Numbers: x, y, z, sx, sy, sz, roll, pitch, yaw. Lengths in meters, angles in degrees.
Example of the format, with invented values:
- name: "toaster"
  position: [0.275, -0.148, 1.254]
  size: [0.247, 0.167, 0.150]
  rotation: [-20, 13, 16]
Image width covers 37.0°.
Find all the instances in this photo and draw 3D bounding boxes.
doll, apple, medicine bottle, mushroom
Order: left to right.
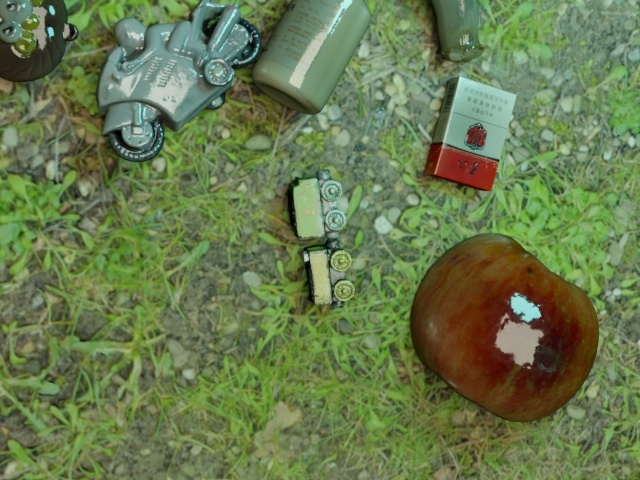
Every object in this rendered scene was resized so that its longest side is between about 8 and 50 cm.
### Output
- name: "doll"
  position: [-0.409, -0.269, 1.221]
  size: [0.188, 0.096, 0.145]
  rotation: [-17, 91, -5]
- name: "medicine bottle"
  position: [0.008, -0.306, 1.326]
  size: [0.114, 0.114, 0.252]
  rotation: [30, 86, -16]
- name: "mushroom"
  position: [0.159, -0.384, 1.378]
  size: [0.096, 0.099, 0.278]
  rotation: [-37, 106, -5]
- name: "apple"
  position: [0.298, 0.139, 1.419]
  size: [0.293, 0.163, 0.251]
  rotation: [33, 86, -17]

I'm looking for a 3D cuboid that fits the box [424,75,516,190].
- name: "box"
  position: [0.225, -0.159, 1.436]
  size: [0.100, 0.048, 0.152]
  rotation: [15, 88, -15]

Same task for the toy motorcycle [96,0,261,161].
- name: "toy motorcycle"
  position: [-0.209, -0.234, 1.278]
  size: [0.171, 0.110, 0.260]
  rotation: [44, 76, -3]

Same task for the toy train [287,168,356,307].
- name: "toy train"
  position: [0.000, 0.000, 1.376]
  size: [0.081, 0.060, 0.202]
  rotation: [-8, 96, -9]
